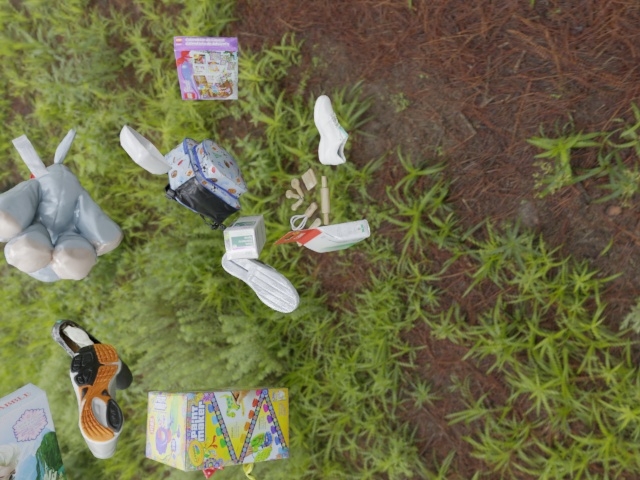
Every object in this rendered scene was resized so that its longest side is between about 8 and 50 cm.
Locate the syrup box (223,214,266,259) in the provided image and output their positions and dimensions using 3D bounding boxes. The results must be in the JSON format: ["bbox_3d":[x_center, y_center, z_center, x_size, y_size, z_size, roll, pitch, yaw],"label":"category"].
[{"bbox_3d":[-0.235,-0.014,1.720,0.093,0.237,0.096,-6,102,2],"label":"syrup box"}]

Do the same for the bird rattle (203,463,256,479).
[{"bbox_3d":[-0.319,0.712,1.857,0.254,0.143,0.206,4,127,16],"label":"bird rattle"}]

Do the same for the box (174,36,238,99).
[{"bbox_3d":[-0.384,-0.582,1.852,0.293,0.201,0.057,119,146,-71],"label":"box"}]

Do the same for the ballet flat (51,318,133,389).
[{"bbox_3d":[-0.654,0.329,1.555,0.280,0.095,0.096,41,143,-8],"label":"ballet flat"}]

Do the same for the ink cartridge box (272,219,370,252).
[{"bbox_3d":[0.000,0.000,1.499,0.181,0.225,0.056,148,109,-68],"label":"ink cartridge box"}]

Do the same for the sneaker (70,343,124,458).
[{"bbox_3d":[-0.476,0.339,1.149,0.262,0.099,0.121,-117,35,-46],"label":"sneaker"}]

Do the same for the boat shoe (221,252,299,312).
[{"bbox_3d":[-0.199,0.133,1.958,0.335,0.119,0.121,36,104,17],"label":"boat shoe"}]

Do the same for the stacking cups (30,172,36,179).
[{"bbox_3d":[-0.827,-0.124,1.749,0.096,0.096,0.316,38,163,24],"label":"stacking cups"}]

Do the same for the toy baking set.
[{"bbox_3d":[-0.038,-0.113,1.859,0.197,0.030,0.256,-6,90,45],"label":"toy baking set"}]

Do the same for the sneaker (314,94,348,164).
[{"bbox_3d":[0.042,-0.336,1.655,0.094,0.080,0.212,9,118,34],"label":"sneaker"}]

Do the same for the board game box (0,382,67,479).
[{"bbox_3d":[-0.659,0.492,1.037,0.066,0.319,0.317,11,114,33],"label":"board game box"}]

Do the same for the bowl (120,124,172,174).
[{"bbox_3d":[-0.503,-0.249,1.540,0.053,0.142,0.142,-44,67,1],"label":"bowl"}]

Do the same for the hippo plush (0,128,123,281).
[{"bbox_3d":[-0.578,-0.027,1.092,0.237,0.234,0.294,-29,89,39],"label":"hippo plush"}]

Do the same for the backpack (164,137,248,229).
[{"bbox_3d":[-0.383,-0.211,1.766,0.213,0.276,0.263,-39,55,5],"label":"backpack"}]

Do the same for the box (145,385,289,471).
[{"bbox_3d":[-0.275,0.479,1.425,0.290,0.279,0.177,-20,67,53],"label":"box"}]
